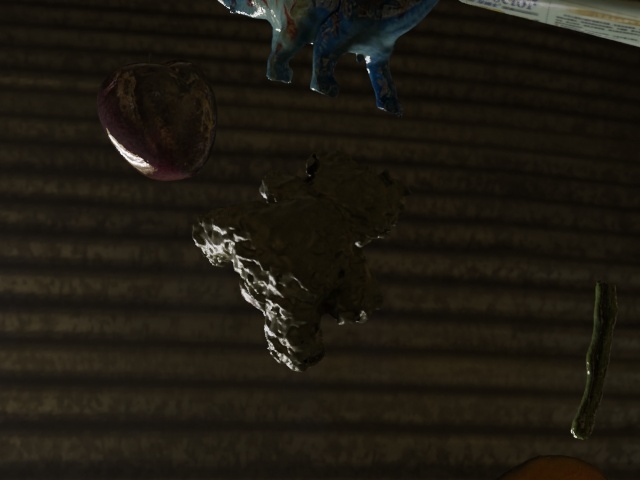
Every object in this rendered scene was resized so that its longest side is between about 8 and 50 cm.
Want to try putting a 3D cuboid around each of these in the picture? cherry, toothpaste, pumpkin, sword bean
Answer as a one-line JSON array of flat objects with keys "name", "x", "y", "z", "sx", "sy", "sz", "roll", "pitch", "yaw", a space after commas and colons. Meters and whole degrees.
[{"name": "cherry", "x": -0.214, "y": -0.165, "z": 1.202, "sx": 0.140, "sy": 0.176, "sz": 0.176, "roll": -8, "pitch": -140, "yaw": 34}, {"name": "toothpaste", "x": 0.198, "y": -0.185, "z": 0.703, "sx": 0.255, "sy": 0.067, "sz": 0.037, "roll": 19, "pitch": -103, "yaw": 15}, {"name": "pumpkin", "x": 0.250, "y": 0.401, "z": 1.236, "sx": 0.312, "sy": 0.169, "sz": 0.148, "roll": -24, "pitch": -99, "yaw": -34}, {"name": "sword bean", "x": 0.460, "y": 0.200, "z": 1.489, "sx": 0.043, "sy": 0.038, "sz": 0.269, "roll": 9, "pitch": -98, "yaw": 27}]

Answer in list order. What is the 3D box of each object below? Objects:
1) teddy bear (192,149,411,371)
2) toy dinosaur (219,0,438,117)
[{"name": "teddy bear", "x": 0.000, "y": 0.000, "z": 1.617, "sx": 0.367, "sy": 0.224, "sz": 0.357, "roll": -29, "pitch": -113, "yaw": -25}, {"name": "toy dinosaur", "x": 0.003, "y": -0.178, "z": 0.739, "sx": 0.329, "sy": 0.144, "sz": 0.076, "roll": 8, "pitch": -172, "yaw": 36}]
